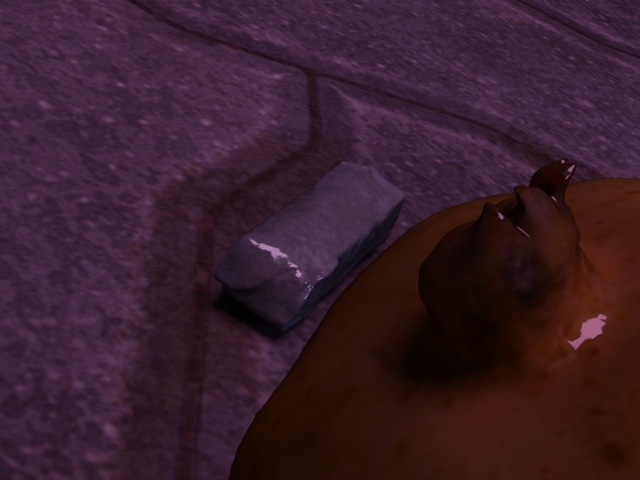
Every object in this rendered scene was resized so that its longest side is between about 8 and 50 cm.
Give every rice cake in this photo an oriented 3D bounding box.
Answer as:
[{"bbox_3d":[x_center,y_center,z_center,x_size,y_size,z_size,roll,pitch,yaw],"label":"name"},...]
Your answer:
[{"bbox_3d":[0.000,0.000,0.871,0.069,0.063,0.206,33,32,13],"label":"rice cake"}]

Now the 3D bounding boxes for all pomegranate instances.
[{"bbox_3d":[0.112,0.113,0.477,0.342,0.342,0.342,17,30,-10],"label":"pomegranate"}]
